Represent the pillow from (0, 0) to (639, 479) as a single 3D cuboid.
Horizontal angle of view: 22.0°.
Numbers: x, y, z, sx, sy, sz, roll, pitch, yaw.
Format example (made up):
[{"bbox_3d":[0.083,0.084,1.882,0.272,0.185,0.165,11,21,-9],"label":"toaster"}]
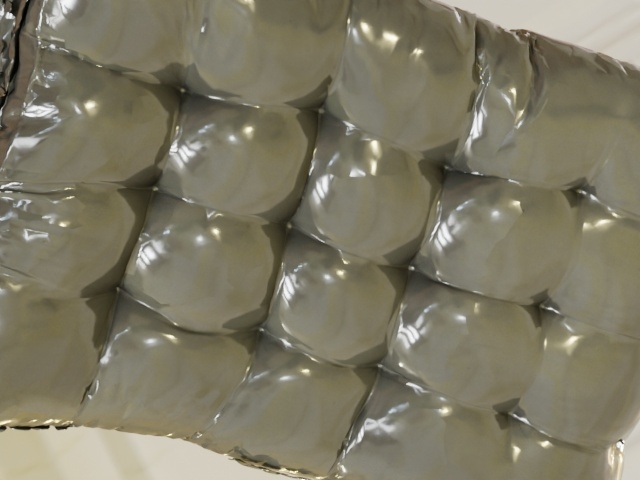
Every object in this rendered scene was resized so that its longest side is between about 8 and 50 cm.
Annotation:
[{"bbox_3d":[0.000,0.000,0.689,0.326,0.228,0.101,16,-171,-18],"label":"pillow"}]
